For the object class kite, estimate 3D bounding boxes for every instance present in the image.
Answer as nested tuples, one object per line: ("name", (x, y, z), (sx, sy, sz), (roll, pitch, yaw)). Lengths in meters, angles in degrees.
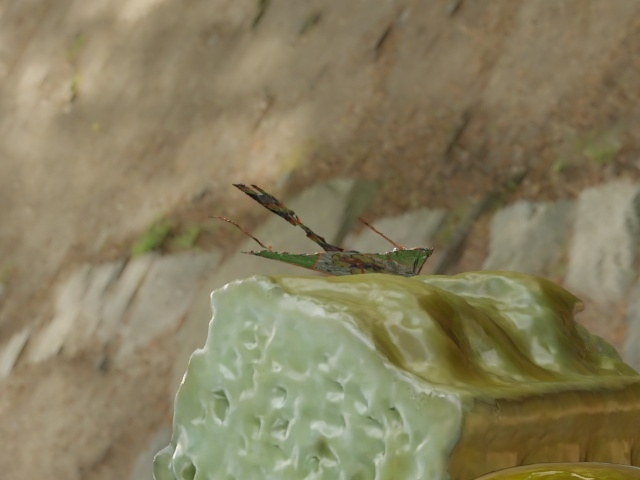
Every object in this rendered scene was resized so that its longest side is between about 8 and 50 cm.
("kite", (0.000, 0.000, 1.407), (0.198, 0.244, 0.006), (1, 70, 36))

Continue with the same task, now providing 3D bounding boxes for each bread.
("bread", (0.053, 0.124, 0.916), (0.196, 0.252, 0.238), (1, 82, 41))

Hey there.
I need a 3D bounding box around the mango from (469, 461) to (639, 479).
("mango", (0.047, 0.143, 0.412), (0.166, 0.236, 0.136), (-24, 53, -18))
